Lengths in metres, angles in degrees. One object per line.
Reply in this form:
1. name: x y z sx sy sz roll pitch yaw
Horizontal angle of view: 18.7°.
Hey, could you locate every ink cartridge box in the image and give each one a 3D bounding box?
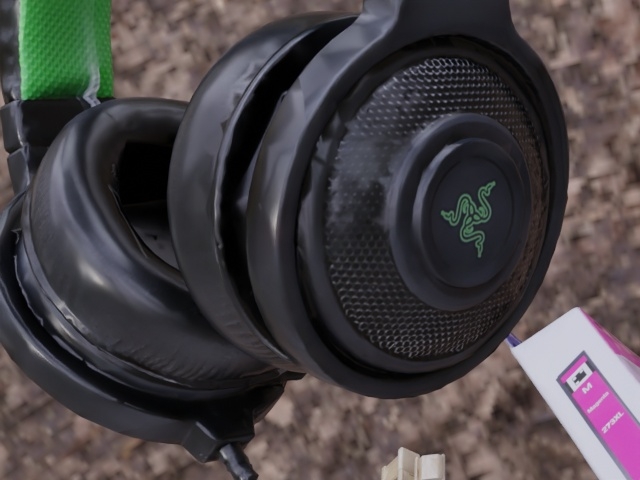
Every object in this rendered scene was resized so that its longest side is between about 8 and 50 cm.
1. ink cartridge box: 0.230 0.150 1.221 0.069 0.176 0.371 -49 22 6

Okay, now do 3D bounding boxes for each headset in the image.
1. headset: 0.000 0.000 0.714 0.243 0.185 0.394 -20 78 50

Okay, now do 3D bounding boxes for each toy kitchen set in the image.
1. toy kitchen set: 0.051 0.191 1.569 0.068 0.075 0.083 -48 25 37
